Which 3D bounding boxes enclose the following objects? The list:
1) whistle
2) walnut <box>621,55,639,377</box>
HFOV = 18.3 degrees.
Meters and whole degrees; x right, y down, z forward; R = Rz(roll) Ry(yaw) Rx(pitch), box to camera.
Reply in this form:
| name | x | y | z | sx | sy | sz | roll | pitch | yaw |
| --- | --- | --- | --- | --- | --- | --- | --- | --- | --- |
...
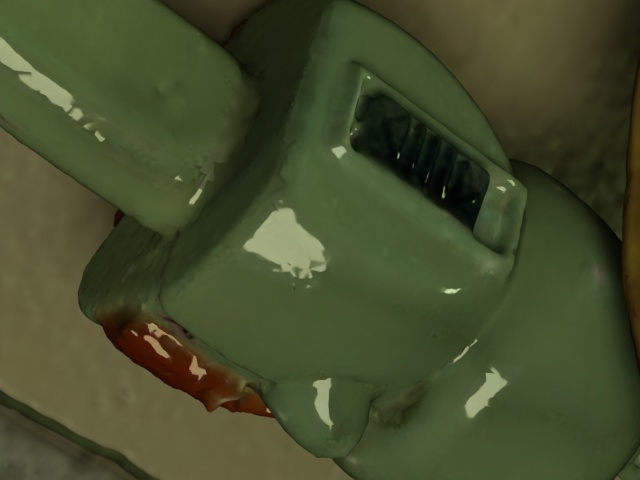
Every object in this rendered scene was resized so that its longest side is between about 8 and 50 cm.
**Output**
| name | x | y | z | sx | sy | sz | roll | pitch | yaw |
| --- | --- | --- | --- | --- | --- | --- | --- | --- | --- |
| whistle | 0.001 | 0.000 | 0.500 | 0.253 | 0.102 | 0.106 | 35 | 110 | -26 |
| walnut | 0.160 | 0.002 | 0.507 | 0.167 | 0.087 | 0.211 | -2 | 73 | 7 |
